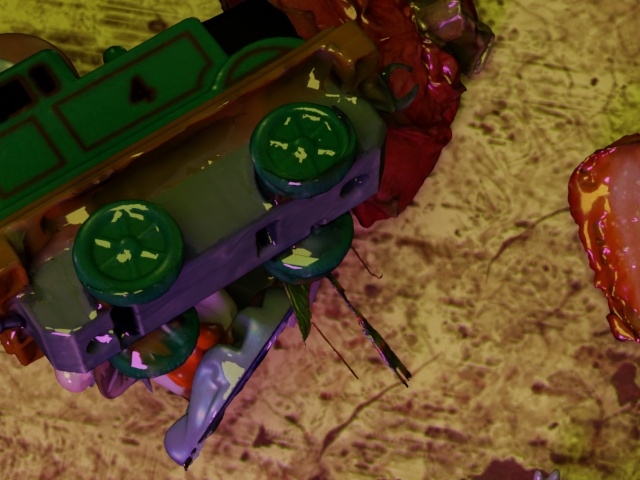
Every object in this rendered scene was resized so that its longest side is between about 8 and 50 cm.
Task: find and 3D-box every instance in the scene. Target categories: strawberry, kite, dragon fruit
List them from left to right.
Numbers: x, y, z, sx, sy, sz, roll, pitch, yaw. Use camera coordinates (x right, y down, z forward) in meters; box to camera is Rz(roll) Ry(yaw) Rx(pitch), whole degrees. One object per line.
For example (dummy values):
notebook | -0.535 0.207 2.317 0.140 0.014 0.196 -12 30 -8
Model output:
kite | 0.010 0.036 1.405 0.006 0.198 0.244 -26 118 28
dragon fruit | 0.035 -0.200 1.434 0.205 0.152 0.317 -33 73 0
strawberry | 0.286 -0.002 1.415 0.121 0.082 0.188 -4 91 29

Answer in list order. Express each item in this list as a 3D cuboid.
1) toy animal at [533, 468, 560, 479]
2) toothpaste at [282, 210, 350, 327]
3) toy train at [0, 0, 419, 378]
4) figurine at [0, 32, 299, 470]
toy animal | 0.219 0.292 1.336 0.367 0.081 0.205 -49 38 25
toothpaste | 0.000 0.000 1.484 0.045 0.028 0.169 19 82 13
toy train | -0.125 -0.057 1.259 0.429 0.178 0.249 -32 67 -15
figurine | -0.215 0.006 1.427 0.388 0.248 0.276 32 93 2
